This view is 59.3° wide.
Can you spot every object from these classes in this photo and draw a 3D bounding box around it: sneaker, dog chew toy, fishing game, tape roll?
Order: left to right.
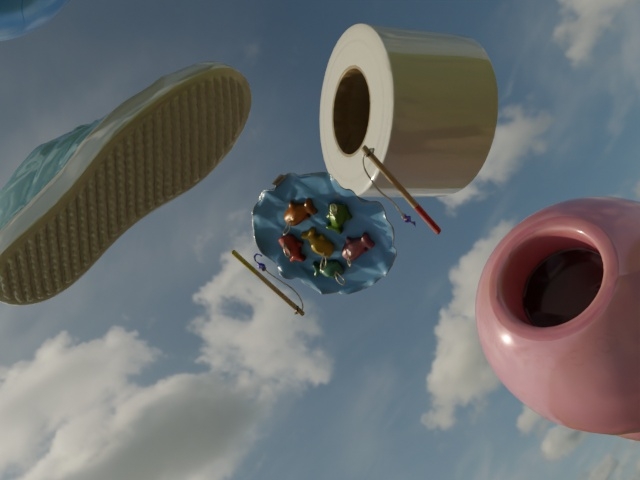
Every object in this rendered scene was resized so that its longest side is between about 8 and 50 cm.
[{"bbox_3d":[-0.252,-0.097,0.646,0.365,0.150,0.135,-39,-32,-4],"label":"sneaker"},{"bbox_3d":[0.000,0.000,0.685,0.189,0.264,0.041,46,-142,-18],"label":"fishing game"},{"bbox_3d":[0.119,-0.188,0.840,0.168,0.246,0.246,-2,-61,-23],"label":"tape roll"},{"bbox_3d":[0.301,0.096,0.546,0.331,0.206,0.207,29,-86,-35],"label":"dog chew toy"}]

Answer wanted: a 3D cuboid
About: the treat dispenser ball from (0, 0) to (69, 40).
[{"bbox_3d":[-0.427,-0.384,0.658,0.288,0.288,0.289,-26,-47,-32],"label":"treat dispenser ball"}]
